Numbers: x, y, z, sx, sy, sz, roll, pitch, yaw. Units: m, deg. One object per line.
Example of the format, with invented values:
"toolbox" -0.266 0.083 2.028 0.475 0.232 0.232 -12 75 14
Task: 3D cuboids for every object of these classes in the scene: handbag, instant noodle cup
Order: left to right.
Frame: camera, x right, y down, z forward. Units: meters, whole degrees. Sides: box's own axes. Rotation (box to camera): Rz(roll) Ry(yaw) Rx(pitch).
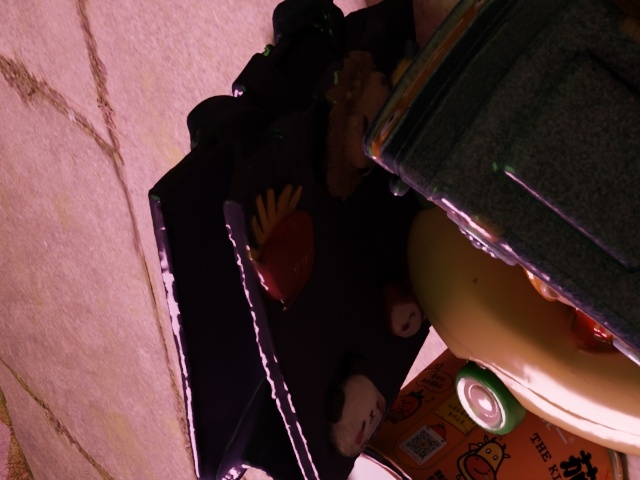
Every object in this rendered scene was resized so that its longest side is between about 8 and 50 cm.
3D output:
"handbag" 0.000 0.000 0.989 0.122 0.303 0.329 9 129 21
"instant noodle cup" 0.122 0.200 1.117 0.216 0.172 0.216 41 148 33

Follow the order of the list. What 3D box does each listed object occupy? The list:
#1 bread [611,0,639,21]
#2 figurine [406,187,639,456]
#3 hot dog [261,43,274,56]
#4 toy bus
"bread" 0.210 -0.139 0.622 0.143 0.139 0.229 49 -171 16
"figurine" 0.187 0.037 0.898 0.324 0.124 0.222 22 133 48
"hot dog" -0.019 -0.088 1.209 0.188 0.055 0.072 61 156 -4
"toy bus" 0.169 -0.012 0.681 0.275 0.138 0.167 36 -176 -11
